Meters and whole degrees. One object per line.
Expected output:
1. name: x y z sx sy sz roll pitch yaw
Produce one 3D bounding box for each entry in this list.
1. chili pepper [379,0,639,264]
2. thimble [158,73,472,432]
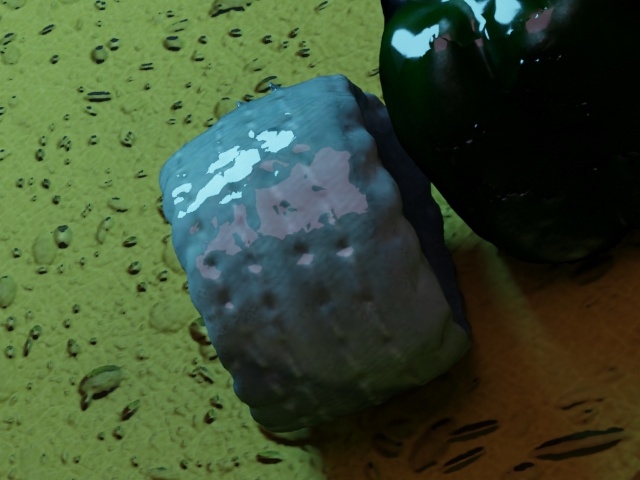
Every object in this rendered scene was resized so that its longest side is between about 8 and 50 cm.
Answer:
1. chili pepper: 0.164 -0.134 1.124 0.233 0.256 0.249 -23 51 24
2. thimble: 0.000 0.000 1.127 0.172 0.205 0.250 -23 56 8
